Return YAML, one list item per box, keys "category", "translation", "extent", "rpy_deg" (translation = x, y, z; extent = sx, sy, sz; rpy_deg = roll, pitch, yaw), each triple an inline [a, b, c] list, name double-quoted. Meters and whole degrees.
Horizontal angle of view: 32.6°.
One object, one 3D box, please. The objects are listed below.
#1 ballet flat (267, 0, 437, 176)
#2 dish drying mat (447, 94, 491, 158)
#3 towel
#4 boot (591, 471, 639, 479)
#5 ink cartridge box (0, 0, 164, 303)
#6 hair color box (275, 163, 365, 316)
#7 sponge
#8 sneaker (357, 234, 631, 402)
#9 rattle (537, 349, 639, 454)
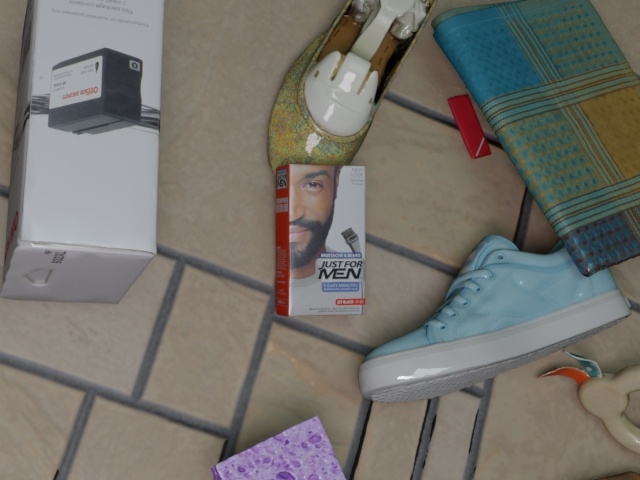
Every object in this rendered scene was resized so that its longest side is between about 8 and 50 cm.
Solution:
- category: "ballet flat"
  translation: [0.045, -0.215, 1.289]
  extent: [0.123, 0.123, 0.348]
  rpy_deg: [33, 66, -8]
- category: "dish drying mat"
  translation: [0.188, -0.144, 1.377]
  extent: [0.032, 0.008, 0.083]
  rpy_deg: [-16, 80, -22]
- category: "towel"
  translation: [0.319, -0.145, 1.352]
  extent: [0.271, 0.040, 0.370]
  rpy_deg: [-16, 70, -33]
- category: "boot"
  translation: [0.398, 0.389, 1.245]
  extent: [0.207, 0.090, 0.248]
  rpy_deg: [6, 69, -16]
- category: "ink cartridge box"
  translation: [-0.239, -0.108, 1.096]
  extent: [0.129, 0.223, 0.307]
  rpy_deg: [6, 73, -19]
- category: "hair color box"
  translation: [0.000, 0.000, 1.220]
  extent: [0.093, 0.053, 0.167]
  rpy_deg: [0, 89, -19]
- category: "sponge"
  translation: [-0.012, 0.290, 1.060]
  extent: [0.117, 0.031, 0.210]
  rpy_deg: [-22, 82, -23]
- category: "sneaker"
  translation: [0.181, 0.078, 1.252]
  extent: [0.366, 0.135, 0.150]
  rpy_deg: [-14, 71, -31]
- category: "rattle"
  translation: [0.377, 0.164, 1.321]
  extent: [0.199, 0.130, 0.143]
  rpy_deg: [24, 53, 17]
